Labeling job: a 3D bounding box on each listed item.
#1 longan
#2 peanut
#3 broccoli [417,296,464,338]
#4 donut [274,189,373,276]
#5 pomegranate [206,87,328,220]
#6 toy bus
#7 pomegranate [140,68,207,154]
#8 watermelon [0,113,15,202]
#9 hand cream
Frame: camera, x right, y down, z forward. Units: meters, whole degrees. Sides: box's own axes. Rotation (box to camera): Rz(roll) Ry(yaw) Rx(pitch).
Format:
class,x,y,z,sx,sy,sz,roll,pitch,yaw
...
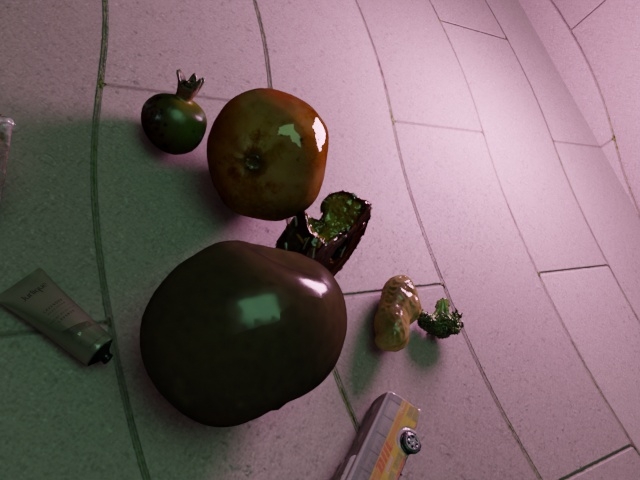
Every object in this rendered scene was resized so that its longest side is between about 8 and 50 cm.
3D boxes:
class,x,y,z,sx,sy,sz,roll,pitch,yaw
longan,-0.107,0.142,0.910,0.350,0.288,0.288,1,62,-40
peanut,0.162,0.157,1.220,0.093,0.083,0.194,31,48,-15
broccoli,0.269,0.175,1.290,0.095,0.097,0.091,44,43,-63
donut,0.000,0.001,1.125,0.096,0.216,0.230,38,64,17
pomegranate,-0.096,-0.173,1.133,0.229,0.251,0.270,4,22,7
toy bus,0.096,0.398,1.020,0.106,0.092,0.268,36,47,1
pomegranate,-0.282,-0.244,1.110,0.130,0.159,0.129,7,43,-6
watermelon,-0.576,-0.149,0.810,0.213,0.201,0.261,-1,59,-46
hand cream,-0.392,0.123,0.875,0.186,0.054,0.087,40,42,1
